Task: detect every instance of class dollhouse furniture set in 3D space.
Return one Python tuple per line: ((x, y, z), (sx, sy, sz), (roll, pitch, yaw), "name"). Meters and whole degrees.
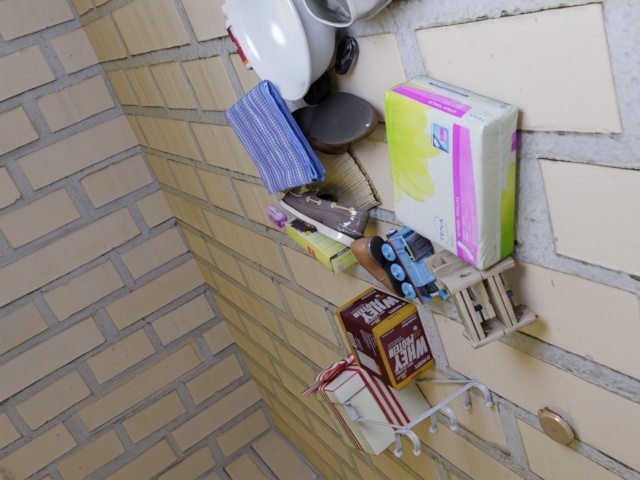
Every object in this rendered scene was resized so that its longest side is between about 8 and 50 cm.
((0.299, 0.090, 1.150), (0.183, 0.129, 0.129), (-109, -6, -74), "dollhouse furniture set")

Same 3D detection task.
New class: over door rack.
((0.241, 0.421, 1.508), (0.324, 0.240, 0.108), (-3, 110, 65), "over door rack")

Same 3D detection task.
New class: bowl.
((-0.059, -0.435, 1.178), (0.298, 0.134, 0.298), (48, 157, 27), "bowl")

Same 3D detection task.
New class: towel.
((-0.119, -0.221, 1.390), (0.243, 0.040, 0.336), (59, 160, -11), "towel")

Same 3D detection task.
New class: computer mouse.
((0.023, -0.350, 1.263), (0.242, 0.041, 0.071), (-25, 79, 63), "computer mouse")

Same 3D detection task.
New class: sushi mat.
((0.048, -0.121, 1.516), (0.151, 0.019, 0.316), (60, 158, 0), "sushi mat")

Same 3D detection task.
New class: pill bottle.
((-0.170, -0.487, 1.422), (0.152, 0.086, 0.086), (63, 158, -8), "pill bottle")

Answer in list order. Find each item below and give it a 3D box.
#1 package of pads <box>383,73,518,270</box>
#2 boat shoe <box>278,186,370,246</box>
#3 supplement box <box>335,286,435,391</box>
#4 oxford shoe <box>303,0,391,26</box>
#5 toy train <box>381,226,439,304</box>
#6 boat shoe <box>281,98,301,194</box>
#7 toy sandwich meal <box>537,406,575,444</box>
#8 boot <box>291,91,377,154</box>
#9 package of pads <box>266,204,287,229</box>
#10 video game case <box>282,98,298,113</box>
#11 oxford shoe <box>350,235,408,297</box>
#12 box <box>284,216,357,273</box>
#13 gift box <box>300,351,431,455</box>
((0.219, -0.118, 1.043), (0.229, 0.101, 0.296), (36, 148, 44), "package of pads")
((0.007, -0.074, 1.508), (0.117, 0.096, 0.324), (25, -175, -36), "boat shoe")
((0.168, 0.253, 1.587), (0.194, 0.129, 0.191), (19, 135, 58), "supplement box")
((0.089, -0.441, 0.876), (0.169, 0.130, 0.449), (62, 157, -2), "oxford shoe")
((0.207, 0.053, 1.323), (0.184, 0.080, 0.105), (62, 152, -6), "toy train")
((-0.124, -0.236, 1.574), (0.109, 0.094, 0.302), (35, 148, 44), "boat shoe")
((0.477, 0.373, 1.220), (0.085, 0.029, 0.085), (40, 148, 32), "toy sandwich meal")
((0.040, -0.239, 1.299), (0.115, 0.112, 0.305), (21, 173, -32), "boot")
((-0.141, -0.075, 1.960), (0.083, 0.032, 0.050), (38, 152, 42), "package of pads")
((-0.082, -0.293, 1.569), (0.190, 0.022, 0.173), (52, 157, 16), "video game case")
((0.141, 0.060, 1.412), (0.076, 0.076, 0.212), (-3, 139, 40), "oxford shoe")
((0.000, 0.000, 1.683), (0.232, 0.087, 0.058), (37, 149, 41), "box")
((0.118, 0.456, 1.793), (0.258, 0.255, 0.276), (58, 152, -3), "gift box")
